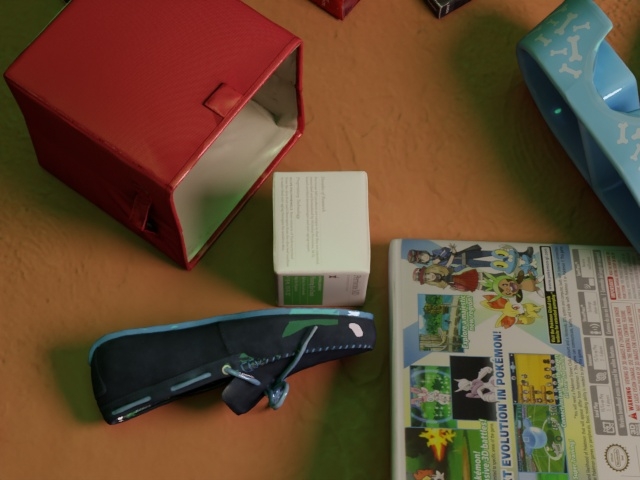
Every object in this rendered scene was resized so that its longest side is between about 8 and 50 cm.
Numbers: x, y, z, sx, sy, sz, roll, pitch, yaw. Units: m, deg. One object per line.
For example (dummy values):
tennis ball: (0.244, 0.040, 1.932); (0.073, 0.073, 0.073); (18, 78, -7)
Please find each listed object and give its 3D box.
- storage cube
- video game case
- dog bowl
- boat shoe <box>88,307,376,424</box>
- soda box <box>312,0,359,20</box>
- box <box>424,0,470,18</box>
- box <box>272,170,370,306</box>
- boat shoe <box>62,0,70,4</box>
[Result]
storage cube: (-0.147, -0.123, 1.248); (0.193, 0.183, 0.215); (35, 71, 13)
video game case: (0.209, 0.132, 1.171); (0.300, 0.036, 0.329); (2, 48, 0)
dog bowl: (0.274, -0.095, 1.244); (0.074, 0.166, 0.297); (-30, 57, 0)
boat shoe: (-0.074, 0.116, 1.208); (0.258, 0.109, 0.089); (-10, 74, 13)
soda box: (0.015, -0.327, 1.291); (0.092, 0.263, 0.083); (35, 71, 13)
box: (0.156, -0.314, 1.415); (0.162, 0.029, 0.116); (-31, 70, -14)
box: (0.000, 0.000, 1.243); (0.087, 0.101, 0.102); (-1, 69, -1)
boat shoe: (-0.231, -0.247, 1.377); (0.049, 0.042, 0.133); (-35, 71, -12)
